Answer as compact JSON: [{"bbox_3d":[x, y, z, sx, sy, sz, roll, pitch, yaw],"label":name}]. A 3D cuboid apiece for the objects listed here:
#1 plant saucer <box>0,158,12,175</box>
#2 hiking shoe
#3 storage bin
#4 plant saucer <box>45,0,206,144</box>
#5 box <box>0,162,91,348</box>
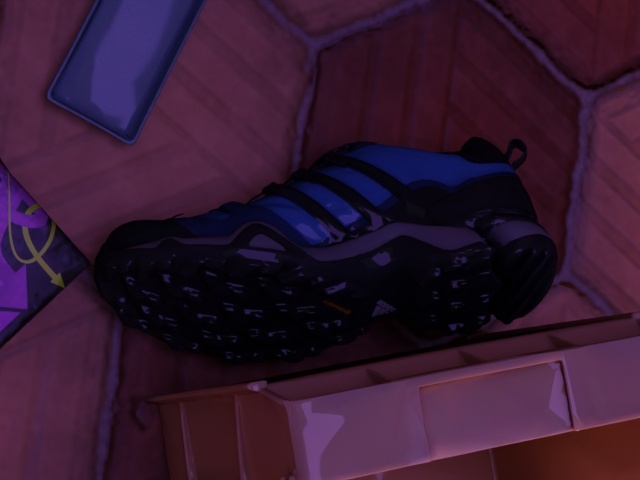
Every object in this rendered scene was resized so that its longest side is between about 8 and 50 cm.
[{"bbox_3d":[-0.340,-0.052,0.961,0.258,0.048,0.259,-35,100,-20],"label":"plant saucer"},{"bbox_3d":[0.000,0.000,1.078,0.304,0.113,0.132,-2,48,-10],"label":"hiking shoe"},{"bbox_3d":[0.055,0.130,0.998,0.262,0.260,0.123,-8,86,-22],"label":"storage bin"},{"bbox_3d":[-0.114,-0.161,1.072,0.067,0.018,0.192,29,78,-18],"label":"plant saucer"},{"bbox_3d":[-0.233,-0.006,0.960,0.116,0.029,0.162,-45,103,-17],"label":"box"}]
